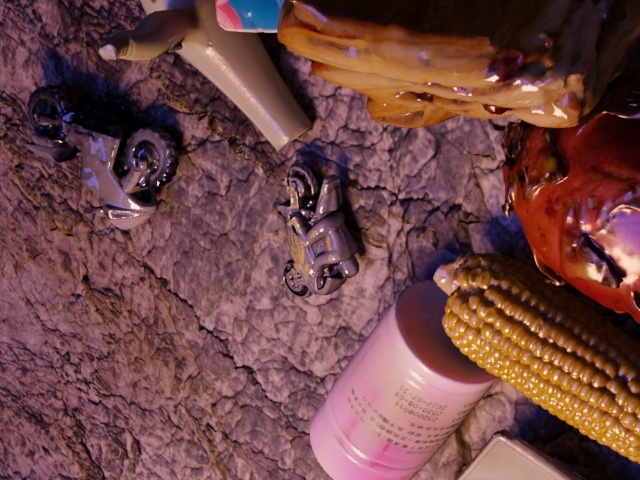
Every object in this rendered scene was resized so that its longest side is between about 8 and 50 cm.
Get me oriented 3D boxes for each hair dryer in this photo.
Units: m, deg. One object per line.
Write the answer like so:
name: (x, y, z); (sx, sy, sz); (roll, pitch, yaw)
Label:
hair dryer: (-0.129, -0.203, 2.099); (0.296, 0.298, 0.119); (42, 121, -20)

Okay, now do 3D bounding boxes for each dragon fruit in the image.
dragon fruit: (0.319, -0.044, 1.735); (0.315, 0.250, 0.250); (8, 115, 57)

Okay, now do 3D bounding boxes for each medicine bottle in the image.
medicine bottle: (0.101, 0.181, 2.102); (0.152, 0.152, 0.254); (49, 136, 16)

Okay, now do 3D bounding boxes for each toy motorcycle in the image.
toy motorcycle: (-0.302, -0.110, 2.402); (0.270, 0.106, 0.159); (22, 117, 32)
toy motorcycle: (0.000, 0.000, 2.184); (0.124, 0.061, 0.193); (27, 128, 35)

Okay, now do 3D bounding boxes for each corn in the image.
corn: (0.267, 0.129, 1.933); (0.347, 0.130, 0.130); (37, 131, 22)

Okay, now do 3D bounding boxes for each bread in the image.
bread: (0.167, -0.246, 1.761); (0.370, 0.314, 0.191); (12, 149, 35)

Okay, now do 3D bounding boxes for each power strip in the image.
power strip: (0.258, 0.307, 2.055); (0.198, 0.064, 0.213); (32, 141, 1)

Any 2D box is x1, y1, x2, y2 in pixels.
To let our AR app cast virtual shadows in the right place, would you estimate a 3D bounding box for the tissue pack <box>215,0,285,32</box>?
tissue pack: (-0.039, -0.375, 1.991); (0.209, 0.137, 0.270); (7, 113, 41)
